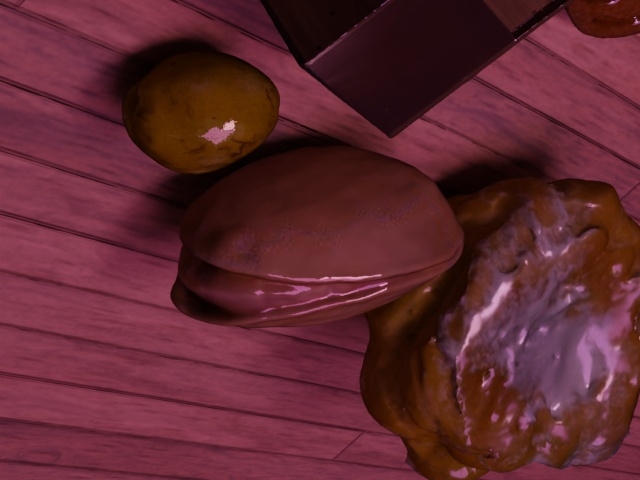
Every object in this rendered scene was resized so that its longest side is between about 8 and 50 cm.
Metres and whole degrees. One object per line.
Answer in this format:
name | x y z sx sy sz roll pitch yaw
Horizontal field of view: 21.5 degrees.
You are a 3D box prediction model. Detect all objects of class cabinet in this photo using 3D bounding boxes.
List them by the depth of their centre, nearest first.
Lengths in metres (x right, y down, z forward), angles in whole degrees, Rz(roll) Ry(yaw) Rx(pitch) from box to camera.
cabinet | 0.074 -0.225 1.344 0.215 0.148 0.175 -36 152 13

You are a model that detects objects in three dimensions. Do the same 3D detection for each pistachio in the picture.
pistachio | 0.000 0.000 1.572 0.293 0.181 0.162 -6 125 -30

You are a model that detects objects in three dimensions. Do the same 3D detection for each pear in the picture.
pear | -0.098 -0.105 1.392 0.131 0.107 0.107 -3 139 -33

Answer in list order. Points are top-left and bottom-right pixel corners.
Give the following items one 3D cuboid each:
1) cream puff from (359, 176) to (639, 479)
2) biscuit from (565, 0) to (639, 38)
cream puff | 0.193 0.093 1.864 0.378 0.275 0.378 -13 116 -28
biscuit | 0.350 -0.333 1.547 0.314 0.063 0.367 -29 150 -6
